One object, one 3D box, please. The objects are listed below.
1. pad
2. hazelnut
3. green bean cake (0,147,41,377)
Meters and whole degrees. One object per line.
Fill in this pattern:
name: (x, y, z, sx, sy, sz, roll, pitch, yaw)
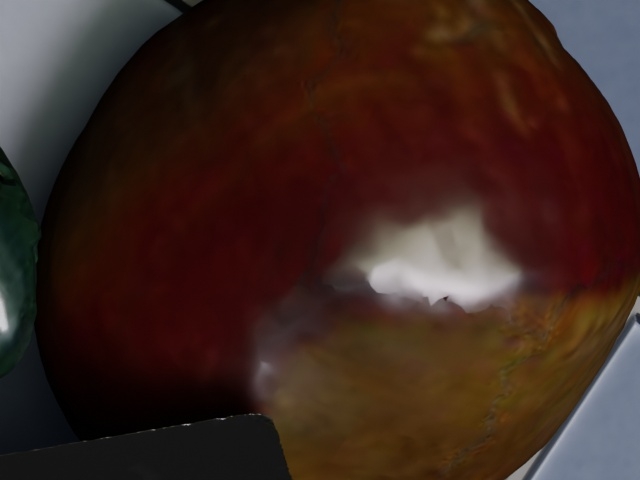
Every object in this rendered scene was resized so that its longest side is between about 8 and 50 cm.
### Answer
pad: (-0.077, 0.135, 0.694, 0.159, 0.009, 0.265, -9, 146, 2)
hazelnut: (0.000, 0.000, 0.699, 0.229, 0.229, 0.229, -3, 102, -15)
green bean cake: (-0.287, -0.026, 0.624, 0.308, 0.169, 0.300, -33, 106, -7)
